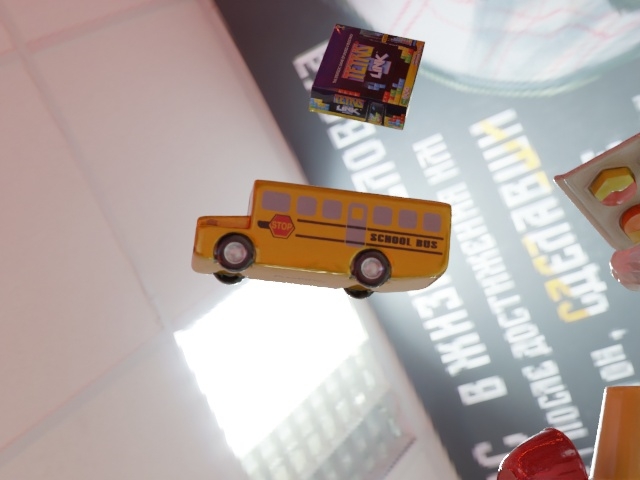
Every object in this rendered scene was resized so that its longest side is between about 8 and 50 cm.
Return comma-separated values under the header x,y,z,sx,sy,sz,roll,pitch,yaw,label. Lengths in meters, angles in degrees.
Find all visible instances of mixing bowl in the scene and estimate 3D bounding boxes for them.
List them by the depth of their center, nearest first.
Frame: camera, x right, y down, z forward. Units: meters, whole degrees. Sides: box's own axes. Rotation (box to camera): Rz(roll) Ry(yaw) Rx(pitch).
x,y,z,sx,sy,sz,roll,pitch,yaw,label
0.348,0.402,1.890,0.098,0.181,0.181,-7,-104,-19,mixing bowl

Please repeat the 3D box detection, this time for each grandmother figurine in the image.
x,y,z,sx,sy,sz,roll,pitch,yaw,label
0.604,0.010,2.144,0.208,0.104,0.342,60,-153,-2,grandmother figurine

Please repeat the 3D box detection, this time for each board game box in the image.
x,y,z,sx,sy,sz,roll,pitch,yaw,label
0.070,-0.242,1.707,0.170,0.141,0.048,-73,-6,-46,board game box

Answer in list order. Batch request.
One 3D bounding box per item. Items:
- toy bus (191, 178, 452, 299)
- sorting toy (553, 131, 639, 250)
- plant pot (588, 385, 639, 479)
x,y,z,sx,sy,sz,roll,pitch,yaw,label
0.000,0.000,1.549,0.332,0.108,0.130,7,-103,-6,toy bus
0.451,-0.071,1.588,0.193,0.208,0.038,41,-146,-38,sorting toy
0.560,0.363,1.950,0.254,0.254,0.239,10,-103,-50,plant pot
